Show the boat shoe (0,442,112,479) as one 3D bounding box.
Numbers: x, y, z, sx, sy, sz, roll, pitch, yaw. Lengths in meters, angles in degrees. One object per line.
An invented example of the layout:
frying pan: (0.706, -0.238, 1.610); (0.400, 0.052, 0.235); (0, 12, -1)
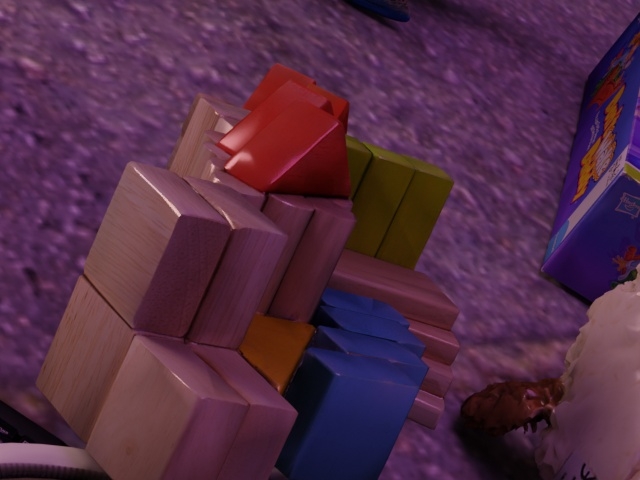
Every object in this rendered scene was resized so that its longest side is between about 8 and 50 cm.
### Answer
boat shoe: (-0.008, 0.175, 0.631); (0.305, 0.109, 0.091); (35, 28, -8)

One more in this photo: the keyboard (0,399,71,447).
keyboard: (-0.101, 0.097, 0.710); (0.192, 0.038, 0.100); (33, 34, -3)

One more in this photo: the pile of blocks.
pile of blocks: (0.000, 0.000, 0.748); (0.149, 0.112, 0.362); (23, 14, -3)

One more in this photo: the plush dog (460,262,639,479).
plush dog: (0.208, 0.107, 0.884); (0.225, 0.211, 0.262); (31, 59, -33)

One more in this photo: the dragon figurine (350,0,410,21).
dragon figurine: (0.039, -0.187, 1.137); (0.289, 0.085, 0.144); (31, 36, 0)

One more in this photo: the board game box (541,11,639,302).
board game box: (0.303, 0.023, 1.121); (0.347, 0.078, 0.233); (32, 34, -6)
